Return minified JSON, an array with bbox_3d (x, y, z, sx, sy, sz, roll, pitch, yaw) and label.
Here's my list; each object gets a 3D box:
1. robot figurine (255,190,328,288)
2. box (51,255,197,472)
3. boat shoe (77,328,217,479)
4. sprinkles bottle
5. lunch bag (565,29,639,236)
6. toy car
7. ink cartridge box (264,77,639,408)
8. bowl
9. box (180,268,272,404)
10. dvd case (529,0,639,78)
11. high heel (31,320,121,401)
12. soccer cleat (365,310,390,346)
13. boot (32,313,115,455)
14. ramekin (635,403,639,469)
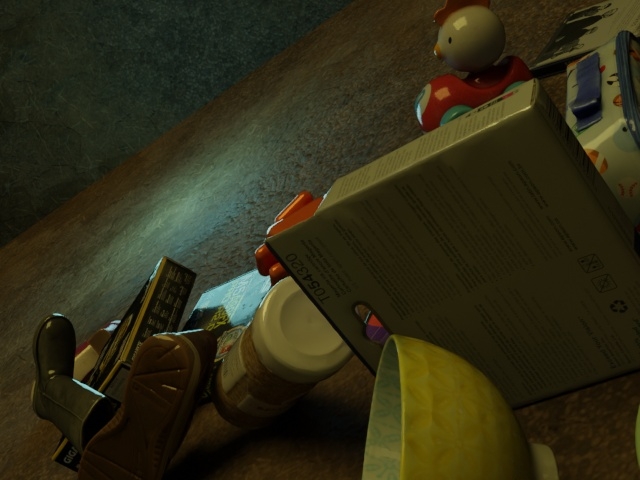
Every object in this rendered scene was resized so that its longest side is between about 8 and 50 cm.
[{"bbox_3d":[-0.001,-0.002,1.664,0.219,0.128,0.158,-31,23,-15],"label":"robot figurine"},{"bbox_3d":[-0.331,0.211,1.749,0.257,0.079,0.322,-55,13,28],"label":"box"},{"bbox_3d":[-0.240,0.269,1.463,0.123,0.123,0.342,-18,-44,-62],"label":"boat shoe"},{"bbox_3d":[-0.054,0.151,1.292,0.121,0.121,0.355,-49,-2,-25],"label":"sprinkles bottle"},{"bbox_3d":[0.360,-0.092,1.131,0.115,0.243,0.303,-28,23,27],"label":"lunch bag"},{"bbox_3d":[0.242,-0.303,1.717,0.210,0.238,0.219,-21,19,-1],"label":"toy car"},{"bbox_3d":[0.164,0.038,1.068,0.330,0.324,0.071,-24,26,32],"label":"ink cartridge box"},{"bbox_3d":[0.126,0.234,0.921,0.156,0.289,0.289,6,27,-2],"label":"bowl"},{"bbox_3d":[-0.154,0.157,1.709,0.216,0.060,0.270,-25,25,35],"label":"box"},{"bbox_3d":[0.496,-0.368,1.769,0.238,0.029,0.179,-8,36,52],"label":"dvd case"},{"bbox_3d":[-0.481,0.250,2.064,0.244,0.082,0.117,-47,-10,13],"label":"high heel"},{"bbox_3d":[0.192,0.065,1.283,0.318,0.109,0.116,-33,25,6],"label":"soccer cleat"},{"bbox_3d":[-0.382,0.222,1.568,0.076,0.190,0.208,-2,8,-29],"label":"boot"},{"bbox_3d":[0.396,0.146,0.717,0.303,0.148,0.303,-32,22,15],"label":"ramekin"}]
